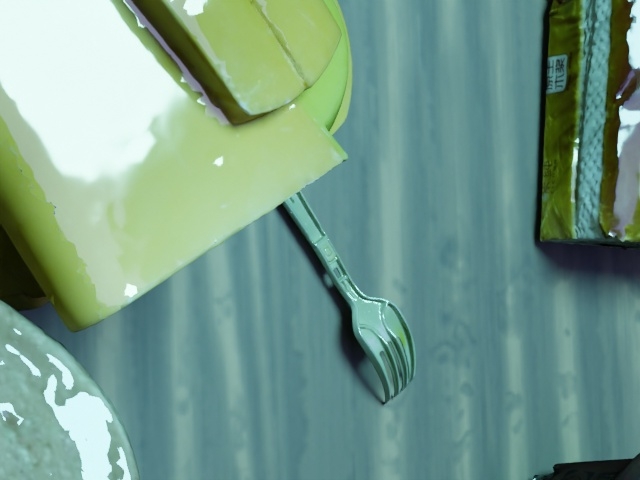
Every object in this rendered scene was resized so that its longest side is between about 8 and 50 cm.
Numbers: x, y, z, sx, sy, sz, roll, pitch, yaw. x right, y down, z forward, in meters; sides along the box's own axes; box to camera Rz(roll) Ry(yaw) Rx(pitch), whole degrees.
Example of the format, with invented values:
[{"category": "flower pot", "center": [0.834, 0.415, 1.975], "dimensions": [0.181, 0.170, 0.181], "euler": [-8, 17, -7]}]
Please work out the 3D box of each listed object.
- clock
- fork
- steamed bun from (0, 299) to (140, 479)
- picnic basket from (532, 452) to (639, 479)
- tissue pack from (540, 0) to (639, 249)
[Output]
[{"category": "clock", "center": [-0.146, -0.131, 0.543], "dimensions": [0.200, 0.244, 0.317], "euler": [-43, 107, -29]}, {"category": "fork", "center": [0.003, 0.000, 0.750], "dimensions": [0.034, 0.028, 0.219], "euler": [-35, 106, -23]}, {"category": "steamed bun", "center": [-0.237, 0.108, 0.485], "dimensions": [0.301, 0.251, 0.199], "euler": [-10, 80, -25]}, {"category": "picnic basket", "center": [0.211, 0.271, 0.805], "dimensions": [0.297, 0.129, 0.222], "euler": [45, 69, -20]}, {"category": "tissue pack", "center": [0.242, -0.104, 0.857], "dimensions": [0.183, 0.092, 0.226], "euler": [4, 85, -30]}]
